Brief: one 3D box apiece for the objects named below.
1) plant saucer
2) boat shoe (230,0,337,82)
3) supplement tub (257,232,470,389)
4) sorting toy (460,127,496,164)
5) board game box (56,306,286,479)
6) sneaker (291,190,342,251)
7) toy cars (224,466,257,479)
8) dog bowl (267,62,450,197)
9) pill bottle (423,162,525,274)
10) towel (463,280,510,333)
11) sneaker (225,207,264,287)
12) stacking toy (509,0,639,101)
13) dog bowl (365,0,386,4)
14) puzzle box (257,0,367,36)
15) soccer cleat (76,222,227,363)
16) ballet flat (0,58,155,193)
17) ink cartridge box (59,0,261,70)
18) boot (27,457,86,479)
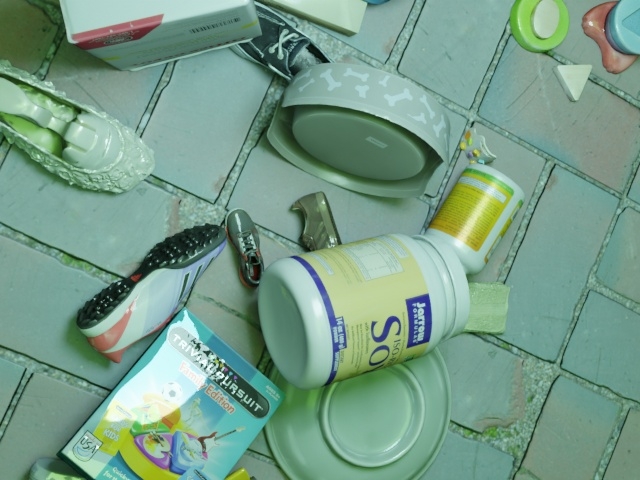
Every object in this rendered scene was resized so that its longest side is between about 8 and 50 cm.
[{"bbox_3d":[0.090,0.326,1.981,0.400,0.100,0.401,0,91,-19],"label":"plant saucer"},{"bbox_3d":[-0.063,-0.355,1.914,0.301,0.102,0.108,39,80,-15],"label":"boat shoe"},{"bbox_3d":[0.078,0.119,1.846,0.331,0.241,0.241,-13,95,-25],"label":"supplement tub"},{"bbox_3d":[0.326,-0.186,2.059,0.045,0.075,0.083,-37,101,-14],"label":"sorting toy"},{"bbox_3d":[-0.261,0.329,1.818,0.253,0.079,0.336,41,65,-6],"label":"board game box"},{"bbox_3d":[0.000,0.000,1.973,0.071,0.066,0.189,-14,99,9],"label":"sneaker"},{"bbox_3d":[-0.056,0.548,1.949,0.393,0.087,0.177,22,89,-21],"label":"toy cars"},{"bbox_3d":[0.077,-0.200,1.849,0.348,0.349,0.102,23,71,-17],"label":"dog bowl"},{"bbox_3d":[0.289,-0.019,2.018,0.136,0.136,0.246,36,81,-16],"label":"pill bottle"},{"bbox_3d":[0.320,0.137,2.089,0.148,0.027,0.110,3,89,-18],"label":"towel"},{"bbox_3d":[-0.134,0.013,1.918,0.061,0.065,0.158,-19,97,-17],"label":"sneaker"},{"bbox_3d":[0.564,-0.467,2.103,0.279,0.130,0.309,-46,103,-12],"label":"stacking toy"},{"bbox_3d":[0.172,-0.579,1.960,0.297,0.074,0.166,-44,120,-25],"label":"dog bowl"},{"bbox_3d":[-0.079,-0.586,1.930,0.408,0.052,0.272,18,86,-17],"label":"puzzle box"},{"bbox_3d":[-0.292,0.091,1.861,0.318,0.108,0.116,-39,124,-16],"label":"soccer cleat"},{"bbox_3d":[-0.475,-0.200,1.768,0.408,0.147,0.147,27,83,-17],"label":"ballet flat"},{"bbox_3d":[-0.256,-0.404,1.675,0.279,0.385,0.161,-14,93,0],"label":"ink cartridge box"},{"bbox_3d":[-0.408,0.482,1.836,0.258,0.095,0.123,17,96,-13],"label":"boot"}]
